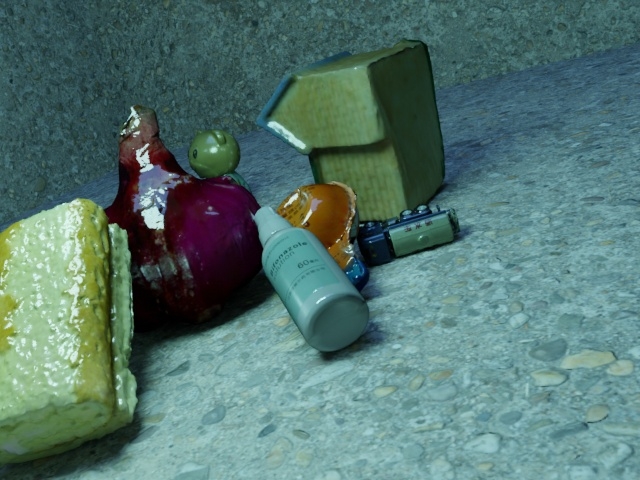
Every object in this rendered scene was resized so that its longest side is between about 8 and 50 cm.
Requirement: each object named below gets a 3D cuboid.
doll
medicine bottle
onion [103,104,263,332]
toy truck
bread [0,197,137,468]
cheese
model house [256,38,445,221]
[{"bbox_3d":[-0.309,-0.212,2.066,0.161,0.261,0.177,-24,18,-25],"label":"doll"},{"bbox_3d":[-0.039,0.041,1.141,0.110,0.110,0.352,-21,36,-13],"label":"medicine bottle"},{"bbox_3d":[-0.313,-0.049,1.327,0.397,0.421,0.398,-13,27,7],"label":"onion"},{"bbox_3d":[0.174,-0.010,1.334,0.201,0.074,0.088,-16,26,1],"label":"toy truck"},{"bbox_3d":[-0.416,0.138,1.046,0.236,0.165,0.376,-22,52,8],"label":"bread"},{"bbox_3d":[0.000,0.000,1.291,0.217,0.129,0.329,-45,36,14],"label":"cheese"},{"bbox_3d":[0.076,-0.251,1.631,0.342,0.383,0.334,-2,22,34],"label":"model house"}]
